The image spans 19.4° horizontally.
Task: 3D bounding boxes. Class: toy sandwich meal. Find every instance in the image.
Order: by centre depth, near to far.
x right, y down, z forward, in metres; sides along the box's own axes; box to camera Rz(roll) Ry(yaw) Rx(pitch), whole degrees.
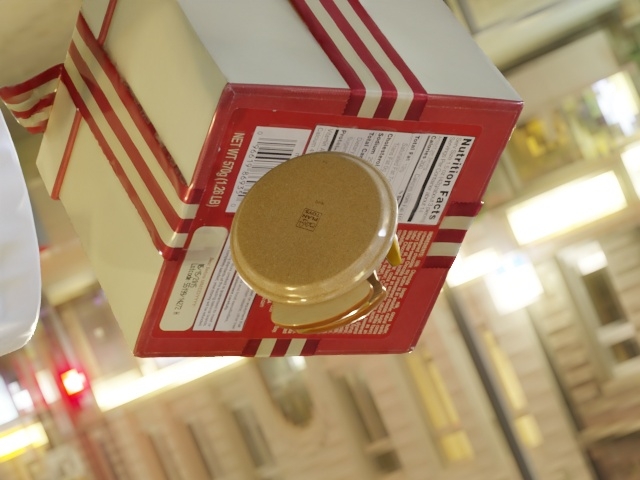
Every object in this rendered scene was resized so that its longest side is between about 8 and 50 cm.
[{"bbox_3d":[0.000,0.000,0.821,0.085,0.086,0.029,-23,145,6],"label":"toy sandwich meal"}]

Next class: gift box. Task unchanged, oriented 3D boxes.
[{"bbox_3d":[-0.055,-0.092,1.264,0.276,0.258,0.255,7,124,-31],"label":"gift box"}]

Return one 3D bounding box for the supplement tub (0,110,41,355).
[{"bbox_3d":[-0.322,0.013,0.884,0.324,0.235,0.235,-20,178,-28],"label":"supplement tub"}]
